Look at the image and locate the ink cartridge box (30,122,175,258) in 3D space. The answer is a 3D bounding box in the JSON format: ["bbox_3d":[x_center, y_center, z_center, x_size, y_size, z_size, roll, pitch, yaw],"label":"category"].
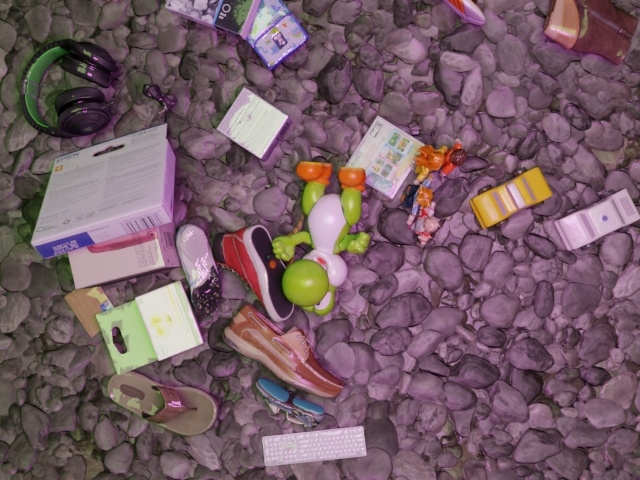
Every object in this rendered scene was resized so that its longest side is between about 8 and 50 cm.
[{"bbox_3d":[-0.515,-0.127,1.590,0.323,0.071,0.330,-16,43,6],"label":"ink cartridge box"}]

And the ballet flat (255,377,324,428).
[{"bbox_3d":[-0.084,0.408,1.604,0.188,0.070,0.070,26,92,9],"label":"ballet flat"}]

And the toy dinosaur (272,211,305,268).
[{"bbox_3d":[-0.099,0.017,1.609,0.211,0.064,0.112,-31,85,4],"label":"toy dinosaur"}]

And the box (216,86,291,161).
[{"bbox_3d":[-0.163,-0.286,1.614,0.137,0.072,0.126,34,93,5],"label":"box"}]

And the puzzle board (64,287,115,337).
[{"bbox_3d":[-0.589,0.172,1.684,0.096,0.011,0.128,-35,87,3],"label":"puzzle board"}]

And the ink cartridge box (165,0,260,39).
[{"bbox_3d":[-0.238,-0.613,1.554,0.206,0.045,0.208,22,90,7],"label":"ink cartridge box"}]

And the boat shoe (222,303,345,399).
[{"bbox_3d":[-0.080,0.266,1.576,0.323,0.122,0.120,30,89,5],"label":"boat shoe"}]

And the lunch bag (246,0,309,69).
[{"bbox_3d":[-0.122,-0.518,1.605,0.128,0.096,0.151,-38,94,6],"label":"lunch bag"}]

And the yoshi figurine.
[{"bbox_3d":[-0.001,0.004,1.501,0.202,0.203,0.363,4,99,-25],"label":"yoshi figurine"}]

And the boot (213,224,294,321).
[{"bbox_3d":[-0.169,0.086,1.584,0.176,0.088,0.244,-10,105,42],"label":"boot"}]

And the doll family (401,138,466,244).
[{"bbox_3d":[0.241,-0.128,1.513,0.118,0.163,0.263,20,92,-9],"label":"doll family"}]

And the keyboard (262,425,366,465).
[{"bbox_3d":[-0.016,0.511,1.618,0.255,0.014,0.072,-8,89,5],"label":"keyboard"}]

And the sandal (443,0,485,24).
[{"bbox_3d":[0.307,-0.625,1.556,0.265,0.102,0.076,43,96,7],"label":"sandal"}]

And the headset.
[{"bbox_3d":[-0.572,-0.376,1.649,0.393,0.185,0.244,4,86,21],"label":"headset"}]

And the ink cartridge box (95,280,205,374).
[{"bbox_3d":[-0.429,0.220,1.628,0.235,0.056,0.171,-21,88,-6],"label":"ink cartridge box"}]

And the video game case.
[{"bbox_3d":[0.159,-0.205,1.607,0.143,0.019,0.157,33,92,5],"label":"video game case"}]

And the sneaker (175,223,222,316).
[{"bbox_3d":[-0.304,0.072,1.631,0.085,0.086,0.237,-15,101,-20],"label":"sneaker"}]

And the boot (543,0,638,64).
[{"bbox_3d":[0.654,-0.560,1.543,0.206,0.090,0.249,18,90,-6],"label":"boot"}]

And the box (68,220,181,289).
[{"bbox_3d":[-0.479,0.030,1.605,0.232,0.148,0.127,-14,88,5],"label":"box"}]

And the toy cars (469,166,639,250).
[{"bbox_3d":[0.555,-0.076,1.530,0.393,0.087,0.177,15,91,6],"label":"toy cars"}]

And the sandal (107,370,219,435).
[{"bbox_3d":[-0.401,0.410,1.620,0.302,0.086,0.120,14,86,8],"label":"sandal"}]
